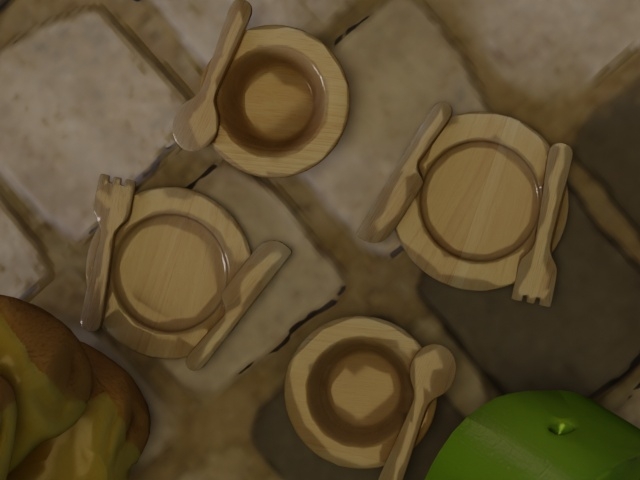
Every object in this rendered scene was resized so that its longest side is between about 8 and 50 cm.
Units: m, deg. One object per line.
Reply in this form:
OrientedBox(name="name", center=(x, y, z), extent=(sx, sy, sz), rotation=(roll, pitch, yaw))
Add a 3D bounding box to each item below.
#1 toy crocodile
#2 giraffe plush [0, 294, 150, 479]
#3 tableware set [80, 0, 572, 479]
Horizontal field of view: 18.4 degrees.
OrientedBox(name="toy crocodile", center=(0.047, 0.219, 0.674), extent=(0.115, 0.105, 0.341), rotation=(12, 95, 50))
OrientedBox(name="giraffe plush", center=(-0.174, 0.118, 0.674), extent=(0.170, 0.181, 0.210), rotation=(7, 75, 20))
OrientedBox(name="tableware set", center=(0.000, 0.000, 0.713), extent=(0.168, 0.020, 0.141), rotation=(27, 95, 7))
